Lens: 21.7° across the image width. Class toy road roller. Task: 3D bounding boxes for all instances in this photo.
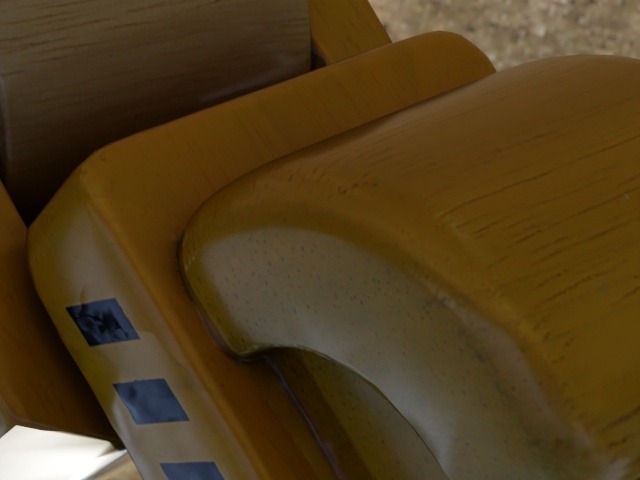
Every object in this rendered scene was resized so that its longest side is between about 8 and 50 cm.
[{"bbox_3d":[0.000,0.000,0.490,0.329,0.202,0.240,59,138,8],"label":"toy road roller"}]
